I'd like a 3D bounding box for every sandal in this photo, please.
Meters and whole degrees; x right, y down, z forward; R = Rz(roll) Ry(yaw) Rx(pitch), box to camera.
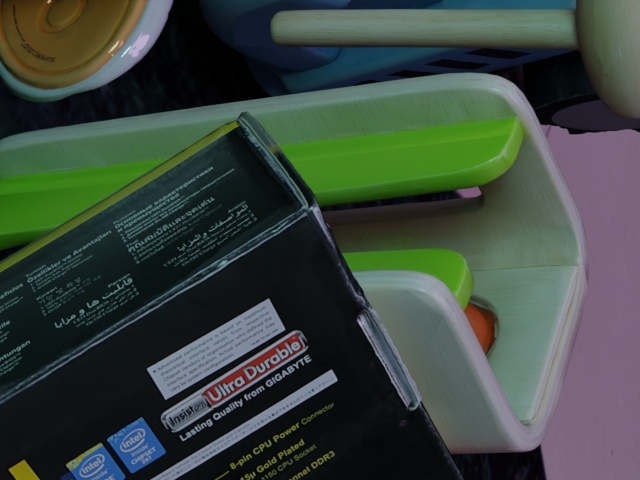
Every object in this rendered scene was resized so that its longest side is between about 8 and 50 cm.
[{"bbox_3d":[-0.122,-0.185,0.840,0.076,0.102,0.265,43,41,-49],"label":"sandal"}]

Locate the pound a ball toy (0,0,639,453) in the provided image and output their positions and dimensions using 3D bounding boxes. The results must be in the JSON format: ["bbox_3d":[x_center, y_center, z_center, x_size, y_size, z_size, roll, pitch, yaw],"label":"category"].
[{"bbox_3d":[0.000,0.000,0.789,0.136,0.319,0.208,61,36,-36],"label":"pound a ball toy"}]

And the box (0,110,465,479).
[{"bbox_3d":[-0.097,0.144,0.626,0.257,0.322,0.079,60,-4,-35],"label":"box"}]

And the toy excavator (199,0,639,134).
[{"bbox_3d":[0.032,-0.188,0.837,0.445,0.433,0.222,6,79,-40],"label":"toy excavator"}]
